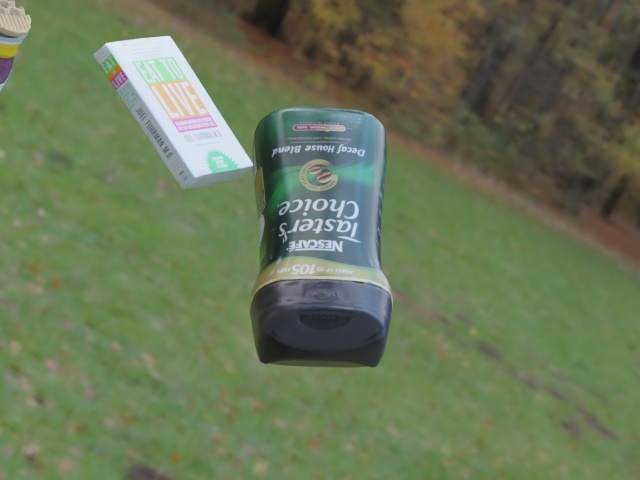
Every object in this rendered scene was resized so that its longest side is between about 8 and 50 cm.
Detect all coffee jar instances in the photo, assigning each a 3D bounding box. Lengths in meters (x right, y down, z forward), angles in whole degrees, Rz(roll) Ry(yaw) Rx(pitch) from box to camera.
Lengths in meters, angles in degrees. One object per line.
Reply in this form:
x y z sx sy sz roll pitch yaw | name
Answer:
0.000 0.000 1.162 0.096 0.184 0.079 2 -35 -4 | coffee jar

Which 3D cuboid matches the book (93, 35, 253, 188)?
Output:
-0.130 -0.111 1.498 0.144 0.035 0.096 55 27 10 | book

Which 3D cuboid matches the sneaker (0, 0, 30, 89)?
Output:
-0.250 -0.133 0.953 0.185 0.084 0.069 36 17 23 | sneaker
